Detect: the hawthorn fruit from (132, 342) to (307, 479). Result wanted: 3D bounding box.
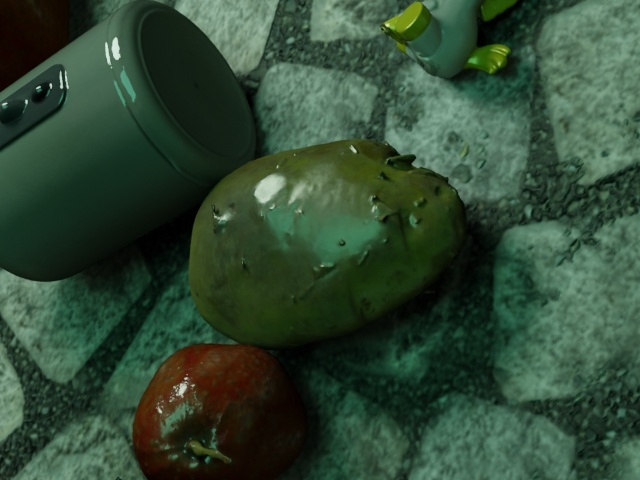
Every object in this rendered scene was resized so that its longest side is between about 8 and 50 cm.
[{"bbox_3d":[-0.104,0.176,1.691,0.162,0.203,0.162,3,101,17],"label":"hawthorn fruit"}]

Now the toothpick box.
[{"bbox_3d":[-0.251,-0.089,1.886,0.316,0.229,0.229,-29,58,24],"label":"toothpick box"}]

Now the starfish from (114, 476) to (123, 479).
[{"bbox_3d":[-0.257,0.401,1.771,0.358,0.078,0.347,-24,89,22],"label":"starfish"}]

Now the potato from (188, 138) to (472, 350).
[{"bbox_3d":[0.000,0.000,1.728,0.296,0.141,0.191,-11,69,30],"label":"potato"}]

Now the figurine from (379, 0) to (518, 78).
[{"bbox_3d":[0.135,-0.241,1.766,0.129,0.109,0.178,14,80,12],"label":"figurine"}]

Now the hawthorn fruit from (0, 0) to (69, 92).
[{"bbox_3d":[-0.401,-0.250,2.036,0.224,0.261,0.224,-10,67,25],"label":"hawthorn fruit"}]
